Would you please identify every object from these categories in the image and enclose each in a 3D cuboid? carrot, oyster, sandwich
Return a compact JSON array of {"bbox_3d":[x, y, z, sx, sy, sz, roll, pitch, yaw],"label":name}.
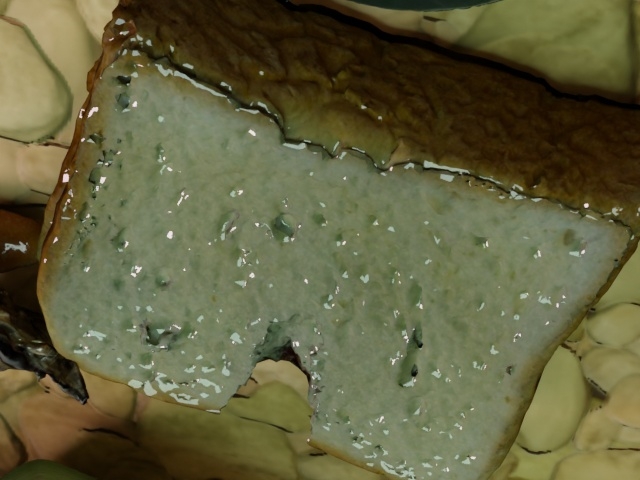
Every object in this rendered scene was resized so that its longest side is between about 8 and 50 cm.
[{"bbox_3d":[-0.213,-0.002,1.019,0.139,0.048,0.048,-2,127,11],"label":"carrot"},{"bbox_3d":[-0.177,0.050,1.011,0.108,0.053,0.166,30,173,11],"label":"oyster"},{"bbox_3d":[0.000,0.001,0.944,0.273,0.095,0.249,19,133,-4],"label":"sandwich"}]

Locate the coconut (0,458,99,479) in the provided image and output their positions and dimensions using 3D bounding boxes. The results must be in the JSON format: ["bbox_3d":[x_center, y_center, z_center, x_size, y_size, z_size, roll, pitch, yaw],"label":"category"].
[{"bbox_3d":[-0.153,0.280,1.085,0.328,0.281,0.328,18,167,4],"label":"coconut"}]

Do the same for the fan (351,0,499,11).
[{"bbox_3d":[-0.001,-0.168,0.842,0.294,0.012,0.223,-24,132,34],"label":"fan"}]
